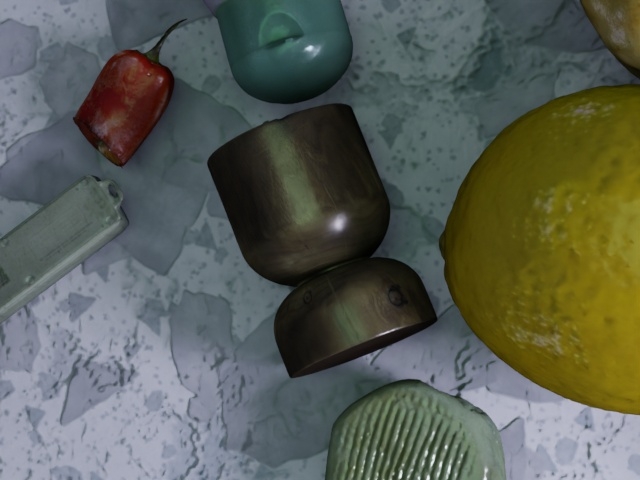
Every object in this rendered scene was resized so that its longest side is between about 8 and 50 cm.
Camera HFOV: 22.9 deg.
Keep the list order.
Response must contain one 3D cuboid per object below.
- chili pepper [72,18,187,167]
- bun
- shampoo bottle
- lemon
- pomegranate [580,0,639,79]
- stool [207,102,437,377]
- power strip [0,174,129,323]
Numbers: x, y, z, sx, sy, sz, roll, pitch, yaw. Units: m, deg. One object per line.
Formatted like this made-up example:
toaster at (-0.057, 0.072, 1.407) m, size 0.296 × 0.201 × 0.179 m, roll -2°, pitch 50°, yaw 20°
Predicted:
chili pepper at (-0.214, -0.184, 1.860) m, size 0.086 × 0.084 × 0.192 m, roll 34°, pitch 93°, yaw -22°
bun at (0.109, 0.262, 1.755) m, size 0.221 × 0.108 × 0.221 m, roll -2°, pitch 84°, yaw 17°
shampoo bottle at (-0.066, -0.327, 1.817) m, size 0.221 × 0.151 × 0.350 m, roll -16°, pitch 83°, yaw 4°
lemon at (0.289, 0.003, 1.643) m, size 0.364 × 0.364 × 0.364 m, roll -1°, pitch 84°, yaw 8°
pomegranate at (0.416, -0.303, 1.630) m, size 0.332 × 0.332 × 0.333 m, roll -1°, pitch 84°, yaw 8°
stool at (0.000, 0.000, 1.760) m, size 0.179 × 0.179 × 0.264 m, roll -23°, pitch 81°, yaw 6°
power strip at (-0.342, 0.020, 1.874) m, size 0.272 × 0.052 × 0.078 m, roll -37°, pitch 80°, yaw 3°
